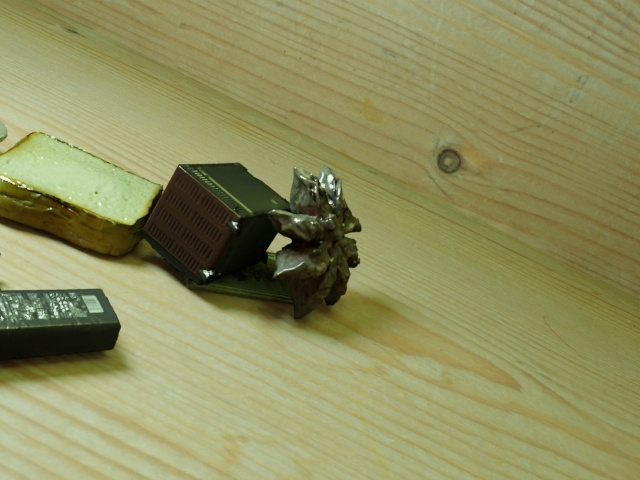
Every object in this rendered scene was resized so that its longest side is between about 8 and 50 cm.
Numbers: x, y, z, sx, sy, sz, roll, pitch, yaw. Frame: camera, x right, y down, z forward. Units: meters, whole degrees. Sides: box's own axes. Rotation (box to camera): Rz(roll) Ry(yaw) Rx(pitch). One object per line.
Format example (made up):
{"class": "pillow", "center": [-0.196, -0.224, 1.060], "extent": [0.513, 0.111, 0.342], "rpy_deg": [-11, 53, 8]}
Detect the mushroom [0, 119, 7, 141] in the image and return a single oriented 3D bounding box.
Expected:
{"class": "mushroom", "center": [-0.752, -0.209, 1.077], "extent": [0.159, 0.122, 0.328], "rpy_deg": [15, 22, -2]}

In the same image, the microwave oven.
{"class": "microwave oven", "center": [-0.199, -0.033, 1.146], "extent": [0.178, 0.188, 0.247], "rpy_deg": [36, 18, 13]}

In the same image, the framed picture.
{"class": "framed picture", "center": [-0.174, 0.060, 1.228], "extent": [0.274, 0.017, 0.217], "rpy_deg": [12, 24, -32]}

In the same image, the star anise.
{"class": "star anise", "center": [-0.001, 0.002, 1.178], "extent": [0.118, 0.331, 0.332], "rpy_deg": [-2, 5, 32]}

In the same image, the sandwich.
{"class": "sandwich", "center": [-0.479, -0.090, 1.132], "extent": [0.301, 0.099, 0.271], "rpy_deg": [24, 25, -12]}

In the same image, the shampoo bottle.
{"class": "shampoo bottle", "center": [-0.427, 0.109, 0.739], "extent": [0.310, 0.071, 0.098], "rpy_deg": [4, 30, -44]}
